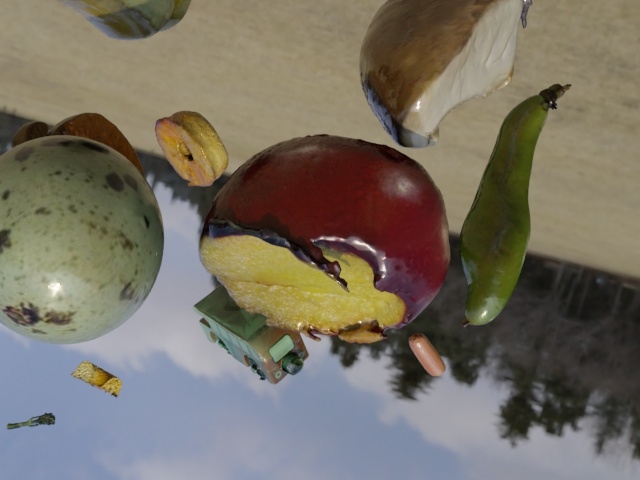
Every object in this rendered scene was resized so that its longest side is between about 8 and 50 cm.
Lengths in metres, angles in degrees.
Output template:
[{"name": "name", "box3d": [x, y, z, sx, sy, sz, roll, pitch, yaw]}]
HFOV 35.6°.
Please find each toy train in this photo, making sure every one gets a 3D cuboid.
[{"name": "toy train", "box3d": [-0.158, 0.210, 2.298, 0.326, 0.129, 0.159, 27, 149, 47]}]

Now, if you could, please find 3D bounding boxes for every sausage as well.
[{"name": "sausage", "box3d": [0.176, 0.189, 1.645, 0.083, 0.034, 0.034, 53, 171, -18]}]

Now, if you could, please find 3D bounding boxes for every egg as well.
[{"name": "egg", "box3d": [-0.369, -0.001, 1.427, 0.287, 0.288, 0.379, 15, -165, -11]}]

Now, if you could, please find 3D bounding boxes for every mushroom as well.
[{"name": "mushroom", "box3d": [0.175, -0.337, 1.873, 0.313, 0.224, 0.397, 17, -138, 26]}]

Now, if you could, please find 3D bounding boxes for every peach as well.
[{"name": "peach", "box3d": [0.000, 0.000, 1.711, 0.416, 0.339, 0.353, -14, -128, -7]}]

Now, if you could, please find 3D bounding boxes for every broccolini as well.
[{"name": "broccolini", "box3d": [-0.697, 0.441, 2.407, 0.140, 0.030, 0.035, -15, 156, 25]}]

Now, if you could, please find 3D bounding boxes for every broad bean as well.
[{"name": "broad bean", "box3d": [0.212, -0.055, 1.121, 0.075, 0.325, 0.067, 18, 167, 5]}]

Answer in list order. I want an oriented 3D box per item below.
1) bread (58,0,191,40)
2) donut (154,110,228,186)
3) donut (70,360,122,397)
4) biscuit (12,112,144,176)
[{"name": "bread", "box3d": [-0.384, -0.536, 1.872, 0.210, 0.301, 0.341, 7, 175, 25]}, {"name": "donut", "box3d": [-0.264, -0.200, 2.100, 0.074, 0.174, 0.190, -36, -170, -25]}, {"name": "donut", "box3d": [-0.397, 0.249, 1.795, 0.083, 0.038, 0.067, 16, 162, 36]}, {"name": "biscuit", "box3d": [-0.512, -0.100, 2.017, 0.063, 0.367, 0.314, -9, 127, 42]}]
